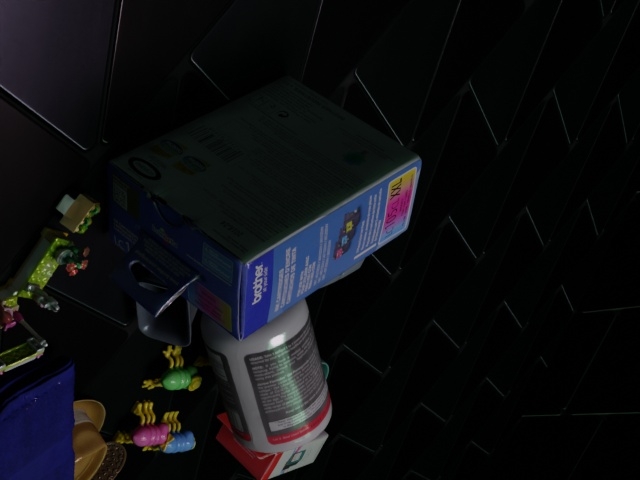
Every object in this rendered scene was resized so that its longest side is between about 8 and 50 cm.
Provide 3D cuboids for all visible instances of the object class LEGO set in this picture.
[{"bbox_3d":[-0.366,0.069,1.440,0.287,0.107,0.132,-38,152,-25],"label":"LEGO set"}]

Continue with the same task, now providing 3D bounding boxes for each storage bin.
[{"bbox_3d":[-0.224,0.077,1.717,0.135,0.098,0.091,95,14,-48],"label":"storage bin"}]

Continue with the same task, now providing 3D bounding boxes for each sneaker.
[{"bbox_3d":[-0.403,0.412,1.893,0.192,0.064,0.086,-48,-178,-34],"label":"sneaker"}]

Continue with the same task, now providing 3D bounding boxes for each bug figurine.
[{"bbox_3d":[-0.234,0.277,1.968,0.216,0.072,0.279,3,123,-59],"label":"bug figurine"}]

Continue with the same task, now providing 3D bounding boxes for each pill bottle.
[{"bbox_3d":[-0.094,0.173,1.864,0.176,0.176,0.319,-34,127,-31],"label":"pill bottle"}]

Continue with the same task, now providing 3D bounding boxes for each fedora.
[{"bbox_3d":[-0.394,0.336,1.775,0.194,0.079,0.194,-39,152,-25],"label":"fedora"}]

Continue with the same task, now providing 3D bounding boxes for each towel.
[{"bbox_3d":[-0.430,0.331,1.599,0.227,0.076,0.308,-35,135,-59],"label":"towel"}]

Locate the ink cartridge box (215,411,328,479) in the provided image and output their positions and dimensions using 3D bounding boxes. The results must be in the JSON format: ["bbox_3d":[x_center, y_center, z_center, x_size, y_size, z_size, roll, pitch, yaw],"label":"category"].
[{"bbox_3d":[-0.106,0.388,2.249,0.231,0.134,0.078,-4,129,-56],"label":"ink cartridge box"}]

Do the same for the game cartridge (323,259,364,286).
[{"bbox_3d":[0.000,0.000,2.012,0.297,0.062,0.198,-11,138,-53],"label":"game cartridge"}]

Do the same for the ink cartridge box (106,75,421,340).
[{"bbox_3d":[-0.099,-0.044,1.540,0.395,0.270,0.151,-30,142,-36],"label":"ink cartridge box"}]

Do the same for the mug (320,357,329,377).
[{"bbox_3d":[-0.070,0.253,2.175,0.129,0.097,0.157,-58,153,15],"label":"mug"}]
